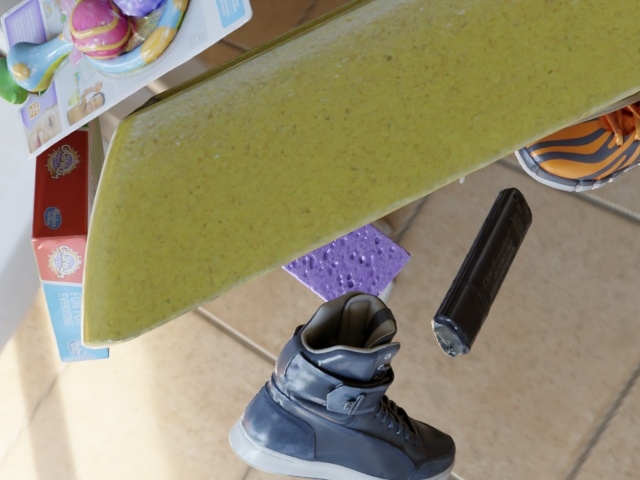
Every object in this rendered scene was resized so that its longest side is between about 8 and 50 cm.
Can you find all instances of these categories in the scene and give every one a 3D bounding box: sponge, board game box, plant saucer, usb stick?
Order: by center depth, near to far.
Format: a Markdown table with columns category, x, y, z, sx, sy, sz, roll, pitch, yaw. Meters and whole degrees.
| category | x | y | z | sx | sy | sz | roll | pitch | yaw |
| --- | --- | --- | --- | --- | --- | --- | --- | --- | --- |
| plant saucer | 0.024 | -0.084 | 0.617 | 0.333 | 0.081 | 0.333 | -26 | 11 | -1 |
| board game box | -0.316 | -0.040 | 1.524 | 0.064 | 0.242 | 0.316 | -4 | 49 | -6 |
| sponge | 0.000 | 0.000 | 1.535 | 0.210 | 0.031 | 0.117 | 38 | 93 | -1 |
| usb stick | 0.220 | 0.038 | 1.595 | 0.045 | 0.077 | 0.278 | -4 | 39 | 39 |

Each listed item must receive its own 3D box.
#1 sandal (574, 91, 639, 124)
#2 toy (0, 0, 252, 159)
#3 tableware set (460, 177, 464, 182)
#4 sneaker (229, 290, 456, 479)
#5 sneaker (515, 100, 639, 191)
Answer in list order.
| category | x | y | z | sx | sy | sz | roll | pitch | yaw |
| --- | --- | --- | --- | --- | --- | --- | --- | --- | --- |
| sandal | 0.318 | -0.180 | 1.237 | 0.240 | 0.088 | 0.079 | -18 | 94 | -14 |
| toy | -0.168 | -0.173 | 0.889 | 0.237 | 0.056 | 0.136 | -28 | 67 | 32 |
| tableware set | 0.152 | -0.149 | 1.721 | 0.154 | 0.104 | 0.024 | 17 | 37 | 5 |
| sneaker | 0.054 | 0.133 | 1.022 | 0.163 | 0.226 | 0.086 | -62 | 35 | 22 |
| sneaker | 0.388 | -0.160 | 1.400 | 0.321 | 0.180 | 0.124 | -13 | 70 | -26 |
